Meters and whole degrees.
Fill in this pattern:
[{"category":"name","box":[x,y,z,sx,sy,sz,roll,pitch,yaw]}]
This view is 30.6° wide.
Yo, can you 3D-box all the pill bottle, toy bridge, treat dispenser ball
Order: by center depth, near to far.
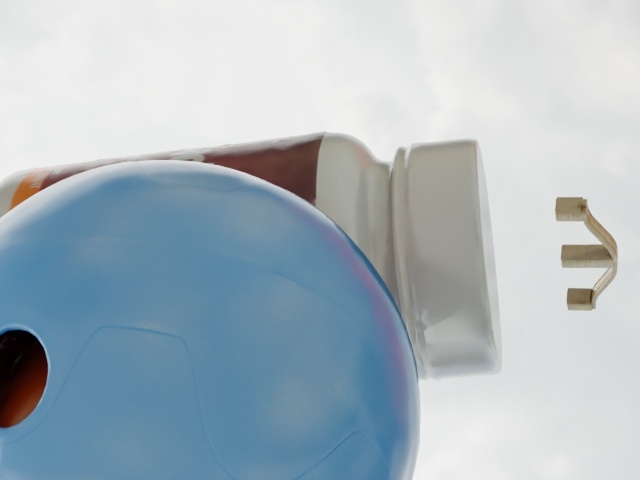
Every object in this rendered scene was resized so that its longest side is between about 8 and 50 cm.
[{"category":"treat dispenser ball","box":[-0.086,0.099,0.664,0.288,0.288,0.288,20,-136,-20]},{"category":"pill bottle","box":[-0.057,0.031,0.955,0.392,0.224,0.224,-6,-135,10]},{"category":"toy bridge","box":[0.305,0.017,1.326,0.063,0.188,0.026,1,-129,17]}]
